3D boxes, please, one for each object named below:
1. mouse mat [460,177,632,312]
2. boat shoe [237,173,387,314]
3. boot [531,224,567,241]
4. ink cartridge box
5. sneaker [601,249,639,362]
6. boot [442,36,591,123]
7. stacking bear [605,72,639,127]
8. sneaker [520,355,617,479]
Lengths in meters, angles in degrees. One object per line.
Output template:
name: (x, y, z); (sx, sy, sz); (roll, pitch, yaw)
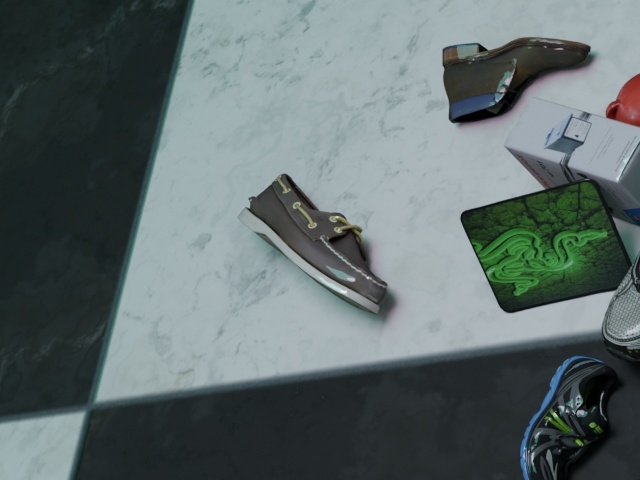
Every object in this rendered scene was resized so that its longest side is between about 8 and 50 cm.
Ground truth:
mouse mat: (0.279, 0.009, 1.980); (0.190, 0.152, 0.007); (-15, 21, 32)
boat shoe: (0.000, 0.000, 2.229); (0.097, 0.116, 0.324); (-53, 37, 0)
boot: (0.270, -0.016, 2.042); (0.158, 0.084, 0.059); (15, 72, 46)
ink cartridge box: (0.345, -0.095, 1.996); (0.191, 0.139, 0.082); (21, 77, 46)
sneaker: (0.421, -0.014, 1.873); (0.134, 0.146, 0.343); (20, 75, 46)
boot: (0.268, -0.219, 2.215); (0.219, 0.082, 0.106); (-2, 81, 33)
stacking bear: (0.487, -0.213, 1.963); (0.289, 0.175, 0.164); (-39, 45, 21)
sneaker: (0.291, 0.219, 1.868); (0.078, 0.067, 0.188); (3, 60, 47)
